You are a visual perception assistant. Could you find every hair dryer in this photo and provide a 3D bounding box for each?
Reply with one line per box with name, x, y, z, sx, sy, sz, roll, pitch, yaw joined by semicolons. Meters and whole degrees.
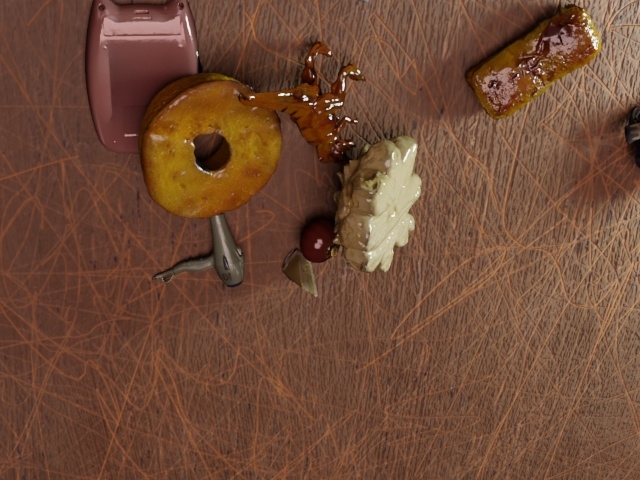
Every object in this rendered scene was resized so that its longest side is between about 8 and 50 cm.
hair dryer;-0.260;0.016;1.983;0.199;0.067;0.167;3;109;2

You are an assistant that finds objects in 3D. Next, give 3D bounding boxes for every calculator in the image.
calculator;-0.334;-0.301;1.780;0.220;0.048;0.330;-5;122;-13

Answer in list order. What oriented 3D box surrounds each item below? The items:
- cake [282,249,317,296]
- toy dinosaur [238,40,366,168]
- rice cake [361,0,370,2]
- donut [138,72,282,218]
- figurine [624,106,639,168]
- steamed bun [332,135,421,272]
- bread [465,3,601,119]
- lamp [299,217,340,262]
cake;-0.037;0.074;2.013;0.052;0.121;0.065;30;100;-32
toy dinosaur;-0.017;-0.280;1.794;0.432;0.097;0.208;33;82;-56
rice cake;0.047;-0.537;1.739;0.036;0.047;0.207;-18;120;15
donut;-0.221;-0.191;1.801;0.303;0.110;0.303;-16;132;-19
figurine;0.768;-0.198;2.042;0.145;0.145;0.222;-34;119;7
steamed bun;0.100;-0.085;1.911;0.295;0.137;0.292;13;95;-65
bread;0.434;-0.366;1.904;0.271;0.077;0.139;-32;118;9
lamp;0.000;0.000;2.000;0.101;0.090;0.101;-41;151;-29
